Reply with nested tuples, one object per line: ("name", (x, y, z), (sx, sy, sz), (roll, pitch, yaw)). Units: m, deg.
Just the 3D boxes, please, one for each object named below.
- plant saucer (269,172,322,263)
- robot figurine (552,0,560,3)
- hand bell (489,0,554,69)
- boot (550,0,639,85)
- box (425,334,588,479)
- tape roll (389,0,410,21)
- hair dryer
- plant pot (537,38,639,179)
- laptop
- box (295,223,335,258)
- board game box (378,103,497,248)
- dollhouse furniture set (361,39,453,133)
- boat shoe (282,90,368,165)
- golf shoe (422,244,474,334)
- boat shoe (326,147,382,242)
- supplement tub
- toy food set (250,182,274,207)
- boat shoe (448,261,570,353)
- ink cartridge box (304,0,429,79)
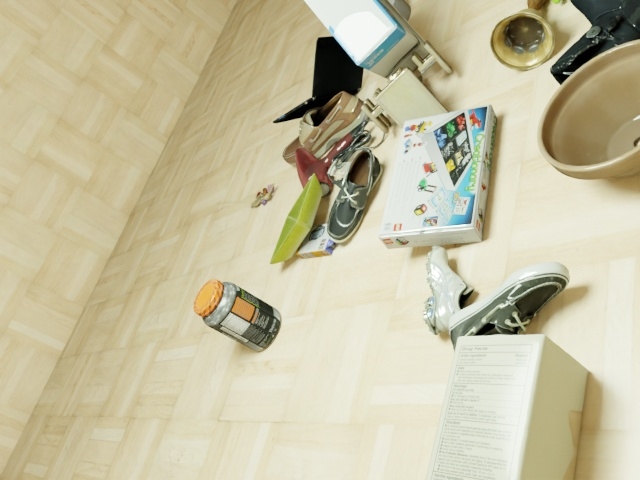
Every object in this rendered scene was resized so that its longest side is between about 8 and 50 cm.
("plant saucer", (-0.054, -0.046, 1.567), (0.188, 0.045, 0.188), (-54, 14, 45))
("robot figurine", (0.511, -0.545, 1.282), (0.101, 0.067, 0.115), (-46, 30, 4))
("hand bell", (0.445, -0.479, 1.306), (0.126, 0.126, 0.242), (-22, 31, 44))
("boot", (0.487, -0.381, 1.121), (0.207, 0.094, 0.246), (-48, 36, 5))
("box", (0.233, 0.285, 0.793), (0.148, 0.121, 0.311), (-12, 51, 51))
("tape roll", (0.170, -0.660, 1.892), (0.219, 0.072, 0.219), (-35, 36, 30))
("hair dryer", (0.035, -0.210, 1.644), (0.293, 0.080, 0.224), (8, 63, 42))
("plant pot", (0.463, -0.177, 0.937), (0.237, 0.109, 0.237), (-35, 35, 30))
("laptop", (-0.001, -0.459, 1.759), (0.264, 0.137, 0.234), (-21, 2, 43))
("box", (0.000, 0.000, 1.519), (0.136, 0.028, 0.081), (-7, 54, 50))
("board game box", (0.236, -0.128, 1.224), (0.192, 0.053, 0.305), (-5, 54, 32))
("dollhouse furniture set", (0.226, -0.328, 1.456), (0.212, 0.161, 0.242), (-42, 10, 22))
("boat shoe", (-0.005, -0.326, 1.762), (0.324, 0.116, 0.123), (-30, 38, 37))
("golf shoe", (0.229, 0.082, 1.084), (0.086, 0.069, 0.176), (-12, 51, 25))
("boat shoe", (0.071, -0.107, 1.448), (0.084, 0.079, 0.233), (20, 75, 21))
("supplement tub", (-0.198, 0.174, 1.465), (0.117, 0.190, 0.117), (-37, 34, 30))
("toy food set", (-0.174, -0.140, 1.924), (0.122, 0.019, 0.078), (-13, 49, 60))
("boat shoe", (0.288, 0.114, 0.940), (0.219, 0.077, 0.070), (-43, 30, 36))
("ink cartridge box", (0.126, -0.527, 1.523), (0.129, 0.223, 0.307), (-42, -13, 22))
